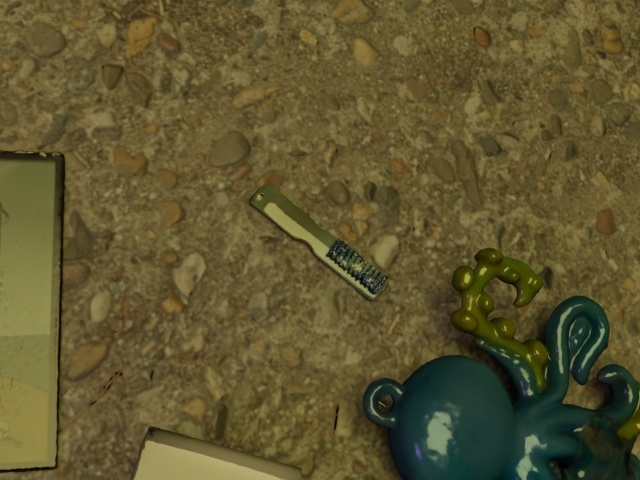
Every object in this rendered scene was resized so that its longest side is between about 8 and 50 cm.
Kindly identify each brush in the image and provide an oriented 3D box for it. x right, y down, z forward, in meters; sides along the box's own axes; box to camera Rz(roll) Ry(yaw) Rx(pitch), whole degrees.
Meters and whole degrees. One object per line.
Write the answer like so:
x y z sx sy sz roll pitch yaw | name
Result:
0.000 0.000 0.912 0.178 0.030 0.033 39 77 1 | brush

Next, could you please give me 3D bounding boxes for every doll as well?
0.194 0.200 0.867 0.341 0.098 0.346 24 71 -19 | doll

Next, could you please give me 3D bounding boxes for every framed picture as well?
-0.375 0.061 0.805 0.244 0.013 0.324 0 72 -15 | framed picture

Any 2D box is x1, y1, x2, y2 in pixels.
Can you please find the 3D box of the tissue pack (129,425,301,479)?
-0.123 0.300 0.706 0.135 0.159 0.246 18 69 -5 | tissue pack
